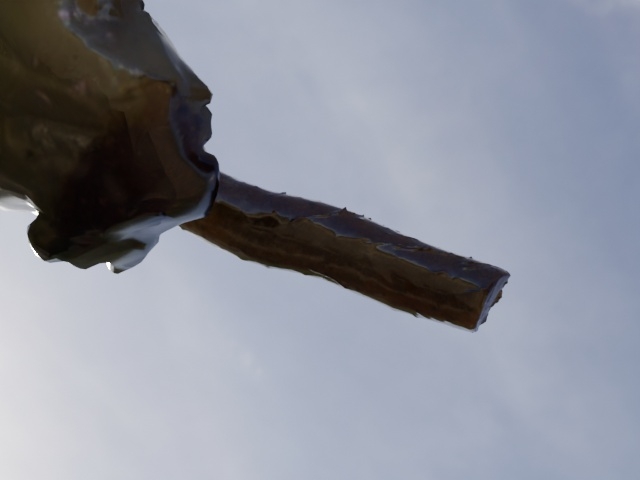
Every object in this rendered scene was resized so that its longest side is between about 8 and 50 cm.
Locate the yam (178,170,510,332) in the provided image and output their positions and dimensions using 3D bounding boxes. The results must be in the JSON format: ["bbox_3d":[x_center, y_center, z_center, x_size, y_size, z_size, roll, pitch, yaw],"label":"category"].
[{"bbox_3d":[0.000,0.000,1.163,0.241,0.057,0.057,19,-41,15],"label":"yam"}]

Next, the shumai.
[{"bbox_3d":[-0.203,-0.121,1.091,0.346,0.217,0.283,-50,-125,54],"label":"shumai"}]
